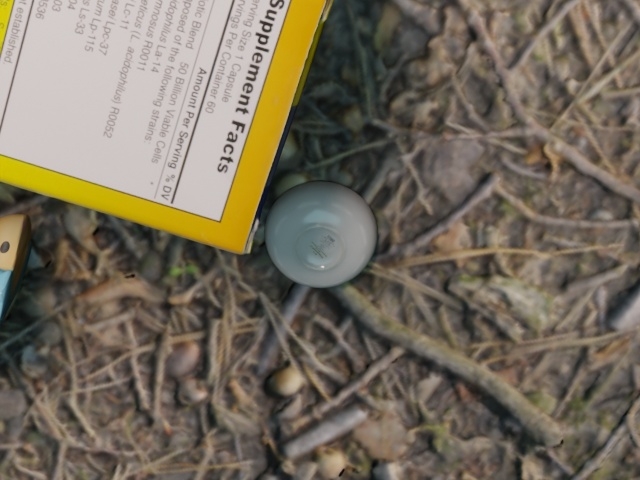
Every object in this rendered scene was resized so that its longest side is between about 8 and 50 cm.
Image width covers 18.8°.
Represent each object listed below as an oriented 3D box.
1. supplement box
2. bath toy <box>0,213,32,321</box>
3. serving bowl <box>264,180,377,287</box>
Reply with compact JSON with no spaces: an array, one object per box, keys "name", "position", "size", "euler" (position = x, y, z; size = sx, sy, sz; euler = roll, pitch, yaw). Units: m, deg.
[{"name":"supplement box","position":[-0.180,-0.160,1.243],"size":[0.356,0.195,0.194],"euler":[18,115,-5]},{"name":"bath toy","position":[-0.385,-0.006,1.362],"size":[0.348,0.129,0.151],"euler":[14,115,-3]},{"name":"serving bowl","position":[0.000,0.000,1.401],"size":[0.083,0.027,0.083],"euler":[1,115,2]}]
